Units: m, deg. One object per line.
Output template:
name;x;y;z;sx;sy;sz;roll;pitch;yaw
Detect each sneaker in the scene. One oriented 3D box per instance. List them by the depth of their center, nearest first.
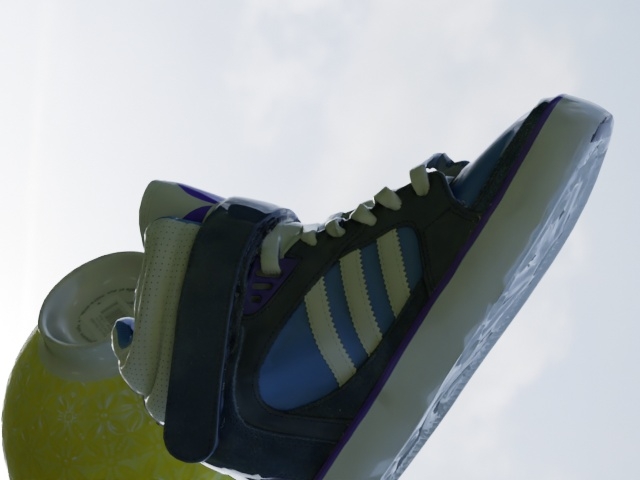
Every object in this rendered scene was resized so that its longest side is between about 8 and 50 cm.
sneaker;0.000;0.000;1.133;0.236;0.130;0.323;36;-73;13

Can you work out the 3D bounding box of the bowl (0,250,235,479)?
bowl;-0.153;0.103;1.561;0.289;0.289;0.156;39;-21;49
